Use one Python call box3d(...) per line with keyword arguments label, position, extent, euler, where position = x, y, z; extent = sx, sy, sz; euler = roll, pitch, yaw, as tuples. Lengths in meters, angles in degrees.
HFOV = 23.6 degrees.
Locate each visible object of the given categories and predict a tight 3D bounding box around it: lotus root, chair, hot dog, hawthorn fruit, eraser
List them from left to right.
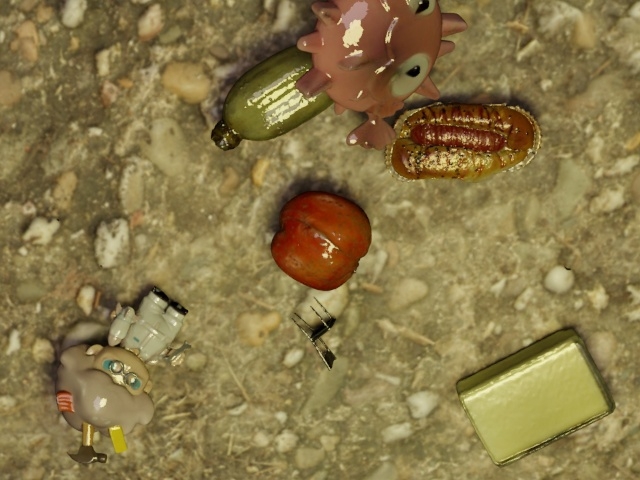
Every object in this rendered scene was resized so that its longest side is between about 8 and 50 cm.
box3d(label="lotus root", position=(-0.053, -0.171, 1.817), extent=(0.183, 0.077, 0.090), euler=(-34, 109, 4))
box3d(label="hawthorn fruit", position=(0.000, 0.000, 1.850), extent=(0.128, 0.128, 0.128), euler=(0, 105, -1))
box3d(label="chair", position=(0.004, 0.117, 1.920), extent=(0.042, 0.037, 0.086), euler=(-32, 100, 19))
box3d(label="hot dog", position=(0.172, -0.119, 1.848), extent=(0.192, 0.053, 0.099), euler=(-3, 109, 3))
box3d(label="eraser", position=(0.271, 0.198, 1.934), extent=(0.172, 0.058, 0.117), euler=(-28, 104, 7))

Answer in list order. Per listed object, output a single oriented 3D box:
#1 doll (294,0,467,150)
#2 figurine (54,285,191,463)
box3d(label="doll", position=(0.065, -0.218, 1.747), extent=(0.211, 0.093, 0.262), euler=(-11, 127, -26))
box3d(label="figurine", position=(-0.252, 0.162, 1.896), extent=(0.137, 0.112, 0.229), euler=(36, 89, -18))
